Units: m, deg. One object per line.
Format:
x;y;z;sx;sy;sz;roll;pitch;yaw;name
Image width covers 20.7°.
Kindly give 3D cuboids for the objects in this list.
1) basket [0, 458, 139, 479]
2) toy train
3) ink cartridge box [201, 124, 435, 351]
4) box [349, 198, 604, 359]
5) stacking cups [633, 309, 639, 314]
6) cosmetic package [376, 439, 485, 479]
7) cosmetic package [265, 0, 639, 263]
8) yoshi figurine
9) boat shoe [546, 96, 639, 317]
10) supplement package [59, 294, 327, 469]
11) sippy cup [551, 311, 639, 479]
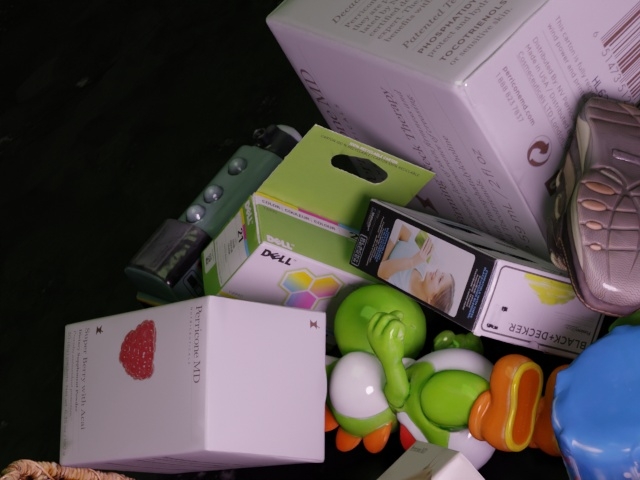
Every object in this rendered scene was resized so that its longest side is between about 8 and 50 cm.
-0.274;0.365;1.985;0.223;0.213;0.299;-37;37;-3;basket
-0.104;0.003;2.287;0.142;0.190;0.334;18;60;46;toy train
0.000;0.000;2.124;0.255;0.189;0.097;-48;34;34;ink cartridge box
0.178;0.043;2.005;0.290;0.169;0.087;30;103;60;box
0.407;0.059;1.891;0.096;0.096;0.316;-46;32;-16;stacking cups
0.046;0.353;1.798;0.309;0.113;0.160;-43;8;-13;cosmetic package
0.219;-0.220;2.181;0.327;0.329;0.394;-44;37;-15;cosmetic package
0.124;0.135;1.985;0.362;0.203;0.203;6;36;44;yoshi figurine
0.315;-0.017;1.887;0.132;0.130;0.355;20;35;-1;boat shoe
-0.151;0.173;2.039;0.293;0.175;0.177;-13;71;48;supplement package
0.336;0.206;1.699;0.240;0.224;0.305;-42;37;-12;sippy cup
